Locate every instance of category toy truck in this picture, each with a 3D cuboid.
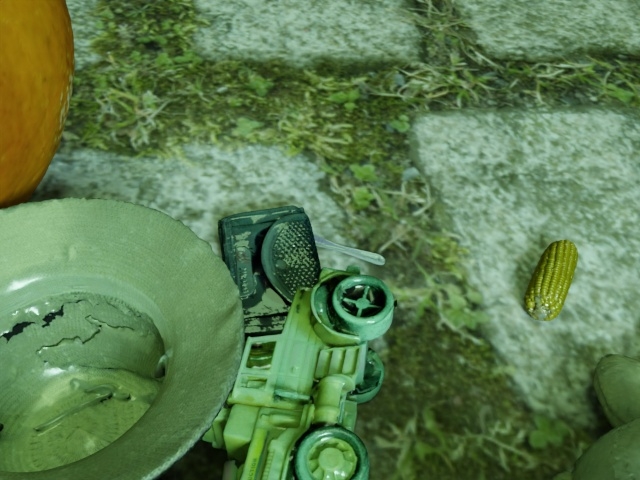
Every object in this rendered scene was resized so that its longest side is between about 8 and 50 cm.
[{"bbox_3d":[-0.027,0.137,0.485,0.135,0.128,0.260,12,50,10],"label":"toy truck"}]

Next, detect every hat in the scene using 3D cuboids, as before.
[{"bbox_3d":[-0.173,0.099,0.464,0.257,0.130,0.257,0,44,0],"label":"hat"}]

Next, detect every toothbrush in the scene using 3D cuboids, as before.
[{"bbox_3d":[0.000,0.000,0.674,0.131,0.013,0.011,18,53,8],"label":"toothbrush"}]

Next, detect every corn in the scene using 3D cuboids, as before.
[{"bbox_3d":[0.216,0.035,0.651,0.037,0.037,0.092,25,50,15],"label":"corn"}]

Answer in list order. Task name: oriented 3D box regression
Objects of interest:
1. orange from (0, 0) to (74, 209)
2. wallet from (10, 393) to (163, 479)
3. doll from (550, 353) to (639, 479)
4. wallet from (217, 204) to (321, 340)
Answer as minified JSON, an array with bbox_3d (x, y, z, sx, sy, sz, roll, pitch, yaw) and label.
[{"bbox_3d":[-0.405,-0.130,0.539,0.423,0.326,0.424,3,34,-2],"label":"orange"},{"bbox_3d":[-0.236,0.245,0.430,0.247,0.041,0.323,33,54,23],"label":"wallet"},{"bbox_3d":[0.302,0.156,0.521,0.278,0.175,0.149,-35,99,-39],"label":"doll"},{"bbox_3d":[-0.043,0.026,0.631,0.088,0.026,0.129,-7,59,-10],"label":"wallet"}]
